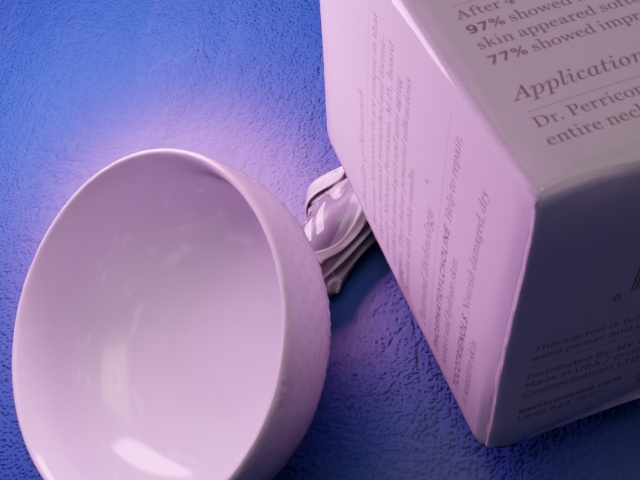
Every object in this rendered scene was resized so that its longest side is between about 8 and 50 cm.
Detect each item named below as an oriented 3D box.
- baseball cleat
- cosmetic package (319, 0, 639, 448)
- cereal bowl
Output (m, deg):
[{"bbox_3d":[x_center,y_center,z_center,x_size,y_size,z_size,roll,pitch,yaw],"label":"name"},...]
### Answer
[{"bbox_3d":[0.000,0.000,0.997,0.206,0.072,0.109,-40,40,-16],"label":"baseball cleat"},{"bbox_3d":[0.212,-0.111,0.795,0.329,0.327,0.393,-16,52,-9],"label":"cosmetic package"},{"bbox_3d":[-0.123,0.093,0.884,0.339,0.141,0.339,-10,72,34],"label":"cereal bowl"}]
